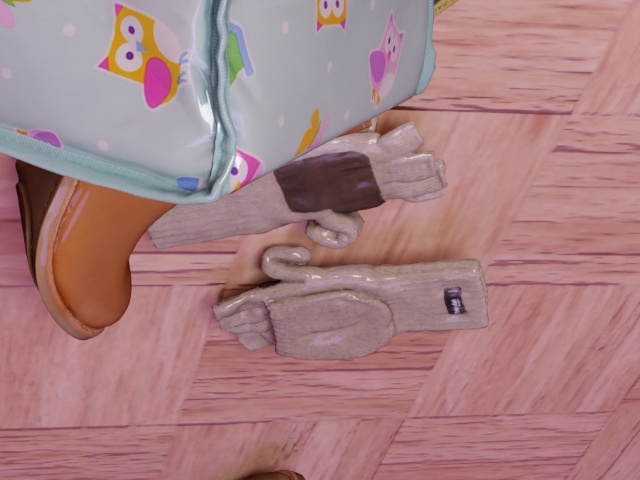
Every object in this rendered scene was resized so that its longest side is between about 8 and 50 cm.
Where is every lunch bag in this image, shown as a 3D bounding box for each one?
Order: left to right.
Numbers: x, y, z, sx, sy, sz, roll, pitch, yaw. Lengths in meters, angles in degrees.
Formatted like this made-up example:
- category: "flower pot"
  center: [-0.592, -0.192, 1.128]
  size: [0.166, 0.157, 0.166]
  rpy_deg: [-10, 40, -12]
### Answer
- category: "lunch bag"
  center: [-0.101, -0.124, 0.719]
  size: [0.262, 0.223, 0.160]
  rpy_deg: [13, 111, 21]

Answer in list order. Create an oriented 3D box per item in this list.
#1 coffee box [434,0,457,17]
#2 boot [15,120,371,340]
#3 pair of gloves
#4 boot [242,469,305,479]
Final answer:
- category: "coffee box"
  center: [0.066, -0.196, 0.837]
  size: [0.113, 0.040, 0.184]
  rpy_deg: [-37, 152, -24]
- category: "boot"
  center: [-0.079, -0.058, 0.987]
  size: [0.220, 0.109, 0.283]
  rpy_deg: [-13, 135, -6]
- category: "pair of gloves"
  center: [0.000, 0.000, 1.130]
  size: [0.204, 0.042, 0.240]
  rpy_deg: [-14, 139, 12]
- category: "boot"
  center: [-0.138, 0.279, 1.438]
  size: [0.115, 0.112, 0.305]
  rpy_deg: [33, 128, -32]
